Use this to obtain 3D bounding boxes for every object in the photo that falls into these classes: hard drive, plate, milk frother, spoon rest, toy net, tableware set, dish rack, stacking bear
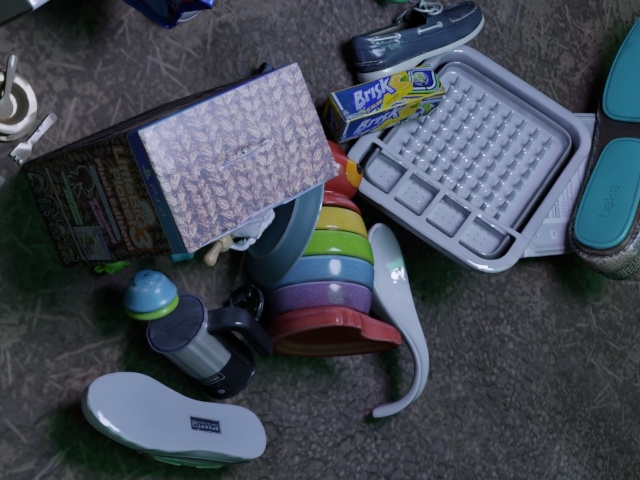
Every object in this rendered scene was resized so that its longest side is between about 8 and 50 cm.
[{"bbox_3d":[0.404,-0.093,2.064,0.338,0.064,0.237,-3,87,-37],"label":"hard drive"},{"bbox_3d":[-0.056,-0.034,1.623,0.024,0.188,0.188,19,74,-28],"label":"plate"},{"bbox_3d":[-0.138,0.104,1.591,0.135,0.129,0.143,51,12,-47],"label":"milk frother"},{"bbox_3d":[0.104,0.112,1.787,0.137,0.084,0.277,-14,98,-67],"label":"spoon rest"},{"bbox_3d":[-0.161,0.016,1.576,0.232,0.122,0.045,-28,126,-27],"label":"toy net"},{"bbox_3d":[-0.397,-0.123,1.460,0.128,0.039,0.194,47,60,-25],"label":"tableware set"},{"bbox_3d":[0.217,-0.115,1.854,0.285,0.072,0.333,34,61,8],"label":"dish rack"},{"bbox_3d":[0.000,0.000,1.685,0.175,0.164,0.289,26,57,-55],"label":"stacking bear"}]

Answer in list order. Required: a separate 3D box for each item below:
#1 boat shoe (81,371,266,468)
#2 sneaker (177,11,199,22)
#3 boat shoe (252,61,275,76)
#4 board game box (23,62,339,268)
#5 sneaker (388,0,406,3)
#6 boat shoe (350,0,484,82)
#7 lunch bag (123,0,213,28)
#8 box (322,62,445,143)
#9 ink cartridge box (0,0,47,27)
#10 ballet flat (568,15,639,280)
[{"bbox_3d":[-0.193,0.233,1.555,0.267,0.088,0.096,16,52,-42],"label":"boat shoe"},{"bbox_3d":[-0.125,-0.403,1.649,0.105,0.115,0.281,47,60,-25],"label":"sneaker"},{"bbox_3d":[-0.089,-0.152,1.693,0.083,0.065,0.183,37,62,-20],"label":"boat shoe"},{"bbox_3d":[-0.169,-0.083,1.474,0.232,0.291,0.141,-29,104,-36],"label":"board game box"},{"bbox_3d":[0.167,-0.462,1.904,0.295,0.109,0.124,-44,127,-29],"label":"sneaker"},{"bbox_3d":[0.144,-0.315,1.868,0.254,0.095,0.079,-29,115,-27],"label":"boat shoe"},{"bbox_3d":[-0.233,-0.411,1.409,0.293,0.138,0.221,25,75,-26],"label":"lunch bag"},{"bbox_3d":[0.091,-0.197,1.797,0.168,0.059,0.054,-20,67,-22],"label":"box"},{"bbox_3d":[-0.322,-0.428,1.491,0.306,0.131,0.226,-46,114,-33],"label":"ink cartridge box"},{"bbox_3d":[0.531,-0.159,2.053,0.182,0.164,0.483,37,68,-53],"label":"ballet flat"}]
